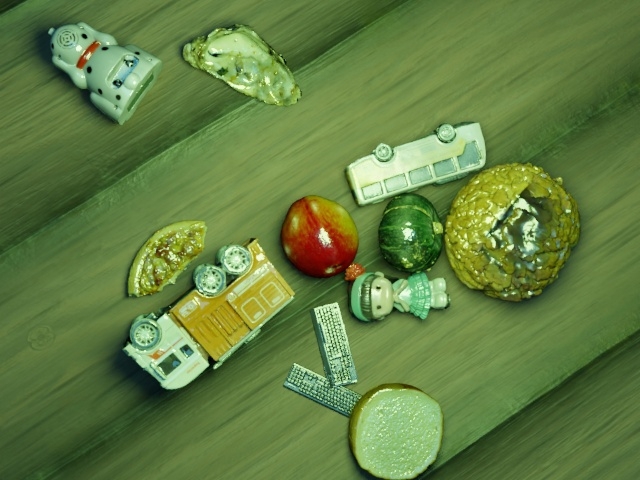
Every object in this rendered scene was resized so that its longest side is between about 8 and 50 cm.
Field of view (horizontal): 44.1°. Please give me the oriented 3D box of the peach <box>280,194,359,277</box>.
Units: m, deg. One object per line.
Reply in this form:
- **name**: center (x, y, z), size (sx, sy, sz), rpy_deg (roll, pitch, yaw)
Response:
- **peach**: center (0.000, 0.000, 1.839), size (0.197, 0.197, 0.197), rpy_deg (0, 85, -3)

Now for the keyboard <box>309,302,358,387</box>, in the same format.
- **keyboard**: center (0.032, 0.252, 1.902), size (0.074, 0.015, 0.197), rpy_deg (-13, 82, -8)

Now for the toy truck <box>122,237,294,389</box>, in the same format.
- **toy truck**: center (-0.255, 0.174, 1.818), size (0.387, 0.173, 0.207), rpy_deg (-40, 97, -9)

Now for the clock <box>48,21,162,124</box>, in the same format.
- **clock**: center (-0.523, -0.411, 1.852), size (0.254, 0.189, 0.189), rpy_deg (32, 84, -1)

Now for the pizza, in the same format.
- **pizza**: center (-0.367, 0.038, 1.878), size (0.246, 0.058, 0.127), rpy_deg (-34, 88, -4)

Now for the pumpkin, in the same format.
- **pumpkin**: center (0.213, -0.015, 1.855), size (0.146, 0.190, 0.190), rpy_deg (10, 83, 33)

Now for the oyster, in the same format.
- **oyster**: center (-0.179, -0.421, 1.928), size (0.294, 0.094, 0.166), rpy_deg (39, 102, -9)

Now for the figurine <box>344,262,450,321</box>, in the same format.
- **figurine**: center (0.180, 0.121, 1.884), size (0.245, 0.110, 0.138), rpy_deg (-1, 75, -7)

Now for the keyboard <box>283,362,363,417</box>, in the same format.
- **keyboard**: center (0.012, 0.363, 1.896), size (0.198, 0.010, 0.064), rpy_deg (26, 82, -1)

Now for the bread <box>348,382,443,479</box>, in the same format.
- **bread**: center (0.177, 0.448, 1.865), size (0.236, 0.070, 0.236), rpy_deg (0, 87, -6)

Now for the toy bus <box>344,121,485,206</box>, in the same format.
- **toy bus**: center (0.231, -0.188, 1.916), size (0.342, 0.097, 0.138), rpy_deg (-17, 88, -4)

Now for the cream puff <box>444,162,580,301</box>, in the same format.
- **cream puff**: center (0.460, -0.023, 1.850), size (0.342, 0.231, 0.327), rpy_deg (-9, 82, -4)
